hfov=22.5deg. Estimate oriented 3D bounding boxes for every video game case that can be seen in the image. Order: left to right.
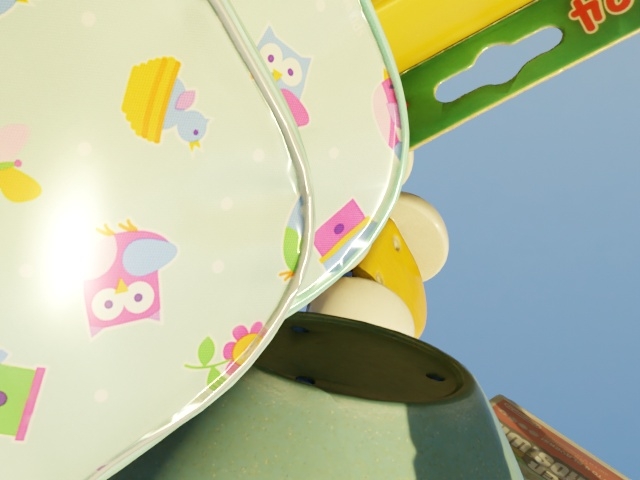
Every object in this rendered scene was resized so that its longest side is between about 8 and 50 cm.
[{"bbox_3d":[0.173,0.201,1.185,0.204,0.025,0.285,33,-164,16],"label":"video game case"}]

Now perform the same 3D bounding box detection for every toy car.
[{"bbox_3d":[0.000,0.000,1.109,0.136,0.182,0.159,-9,-151,26],"label":"toy car"}]

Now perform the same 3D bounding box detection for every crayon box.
[{"bbox_3d":[0.049,-0.221,0.986,0.202,0.081,0.318,-29,-120,5],"label":"crayon box"}]

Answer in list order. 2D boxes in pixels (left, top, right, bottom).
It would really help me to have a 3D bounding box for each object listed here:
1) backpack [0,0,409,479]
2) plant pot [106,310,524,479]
[{"bbox_3d":[-0.075,-0.027,0.386,0.188,0.166,0.144,-38,-160,-18],"label":"backpack"},{"bbox_3d":[-0.005,0.149,0.828,0.290,0.195,0.290,11,-166,-3],"label":"plant pot"}]
